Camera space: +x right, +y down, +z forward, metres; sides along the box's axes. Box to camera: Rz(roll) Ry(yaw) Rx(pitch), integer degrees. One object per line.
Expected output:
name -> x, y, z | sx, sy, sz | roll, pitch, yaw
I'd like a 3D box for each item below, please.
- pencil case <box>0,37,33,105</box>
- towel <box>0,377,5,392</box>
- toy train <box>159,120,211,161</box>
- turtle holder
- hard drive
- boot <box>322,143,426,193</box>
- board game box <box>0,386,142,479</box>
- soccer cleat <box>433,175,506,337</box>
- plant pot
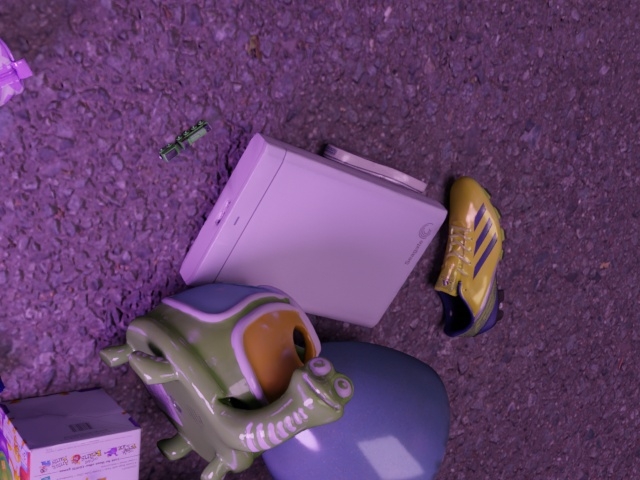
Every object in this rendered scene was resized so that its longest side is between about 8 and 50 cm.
pencil case -> -0.421, -0.150, 0.926 | 0.206, 0.088, 0.086 | -39, 125, -21
towel -> -0.530, 0.144, 0.947 | 0.227, 0.076, 0.308 | -44, 125, -16
toy train -> -0.179, -0.133, 1.144 | 0.083, 0.024, 0.017 | -39, 123, -19
turtle holder -> -0.115, 0.158, 1.098 | 0.227, 0.320, 0.243 | -34, 87, -26
hard drive -> 0.000, 0.000, 1.261 | 0.353, 0.047, 0.233 | 17, 113, -38
boot -> 0.072, -0.081, 1.321 | 0.190, 0.069, 0.086 | 17, 101, -30
board game box -> -0.330, 0.352, 1.113 | 0.144, 0.142, 0.275 | -3, 106, -35
soccer cleat -> 0.245, 0.036, 1.459 | 0.121, 0.093, 0.289 | -18, 114, -23
plant pot -> 0.016, 0.262, 1.254 | 0.195, 0.290, 0.290 | 35, 83, -29
